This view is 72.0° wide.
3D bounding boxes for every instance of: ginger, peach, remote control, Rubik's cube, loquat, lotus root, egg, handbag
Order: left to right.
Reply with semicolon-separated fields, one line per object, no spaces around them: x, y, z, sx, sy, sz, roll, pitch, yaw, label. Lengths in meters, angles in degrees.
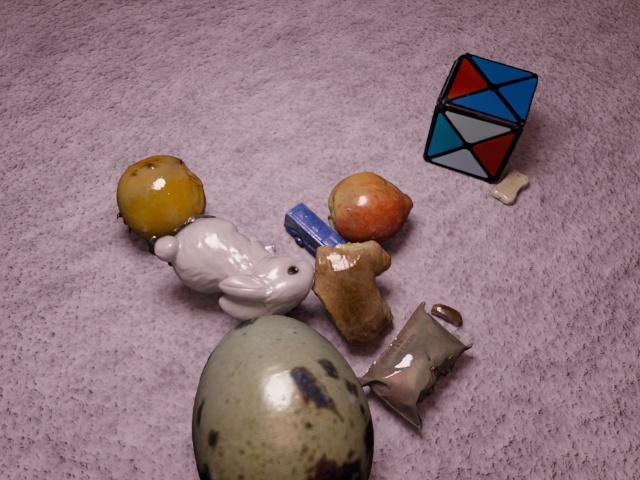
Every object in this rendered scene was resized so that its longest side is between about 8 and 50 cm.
-0.437;-0.110;1.198;0.244;0.244;0.243;0;61;0;loquat
-0.081;0.348;0.868;0.345;0.345;0.428;-21;60;-12;egg
0.091;0.117;1.076;0.221;0.130;0.275;-43;106;-10;ginger
0.138;-0.091;1.188;0.233;0.232;0.232;0;61;0;peach
0.230;0.290;1.034;0.182;0.117;0.270;41;67;11;handbag
0.329;0.187;1.135;0.083;0.030;0.037;26;63;13;lotus root
0.473;-0.366;1.322;0.248;0.250;0.246;21;63;14;Rubik's cube
0.573;-0.163;1.330;0.074;0.032;0.122;39;67;19;remote control

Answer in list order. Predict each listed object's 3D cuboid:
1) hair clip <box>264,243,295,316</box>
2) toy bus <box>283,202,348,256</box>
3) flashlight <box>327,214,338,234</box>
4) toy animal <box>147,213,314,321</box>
-0.124;0.120;1.163;0.140;0.054;0.220;-11;64;-11;hair clip
-0.002;0.001;1.202;0.079;0.094;0.236;-40;69;-19;toy bus
0.038;-0.034;1.265;0.018;0.018;0.083;-10;62;-6;flashlight
-0.199;0.069;1.052;0.357;0.193;0.258;23;27;29;toy animal
